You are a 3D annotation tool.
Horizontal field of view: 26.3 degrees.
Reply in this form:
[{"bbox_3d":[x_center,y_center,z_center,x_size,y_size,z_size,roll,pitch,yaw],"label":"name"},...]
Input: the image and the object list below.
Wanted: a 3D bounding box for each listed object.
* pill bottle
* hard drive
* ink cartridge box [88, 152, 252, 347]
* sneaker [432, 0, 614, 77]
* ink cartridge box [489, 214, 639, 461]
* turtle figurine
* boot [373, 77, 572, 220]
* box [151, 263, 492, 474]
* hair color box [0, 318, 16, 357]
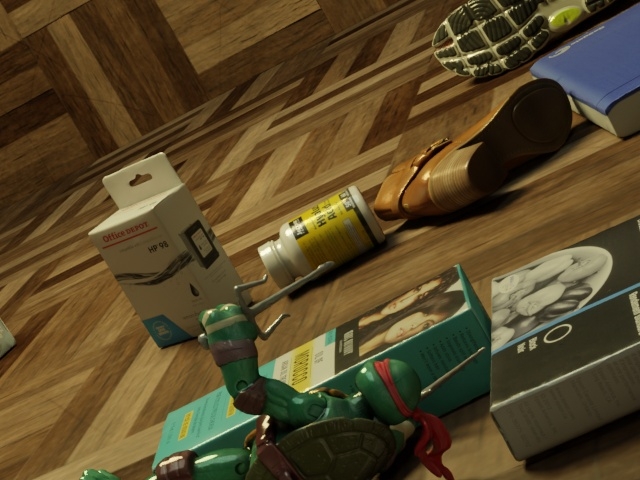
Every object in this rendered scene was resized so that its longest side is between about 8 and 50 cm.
[{"bbox_3d":[0.000,0.000,1.350,0.116,0.065,0.065,-30,14,3],"label":"pill bottle"},{"bbox_3d":[0.344,-0.194,1.389,0.210,0.040,0.318,-29,14,3],"label":"hard drive"},{"bbox_3d":[-0.162,0.012,1.394,0.104,0.180,0.060,-19,17,39],"label":"ink cartridge box"},{"bbox_3d":[0.285,-0.292,1.809,0.279,0.107,0.118,-24,-4,11],"label":"sneaker"},{"bbox_3d":[0.205,0.035,0.845,0.208,0.045,0.206,-24,15,15],"label":"ink cartridge box"},{"bbox_3d":[-0.018,0.114,0.821,0.234,0.175,0.118,-35,30,12],"label":"turtle figurine"},{"bbox_3d":[0.148,-0.089,1.358,0.197,0.073,0.152,-36,11,-36],"label":"boot"},{"bbox_3d":[0.006,0.109,0.951,0.244,0.060,0.100,-28,14,8],"label":"box"},{"bbox_3d":[-0.613,0.139,1.854,0.375,0.185,0.113,-22,15,31],"label":"hair color box"}]
